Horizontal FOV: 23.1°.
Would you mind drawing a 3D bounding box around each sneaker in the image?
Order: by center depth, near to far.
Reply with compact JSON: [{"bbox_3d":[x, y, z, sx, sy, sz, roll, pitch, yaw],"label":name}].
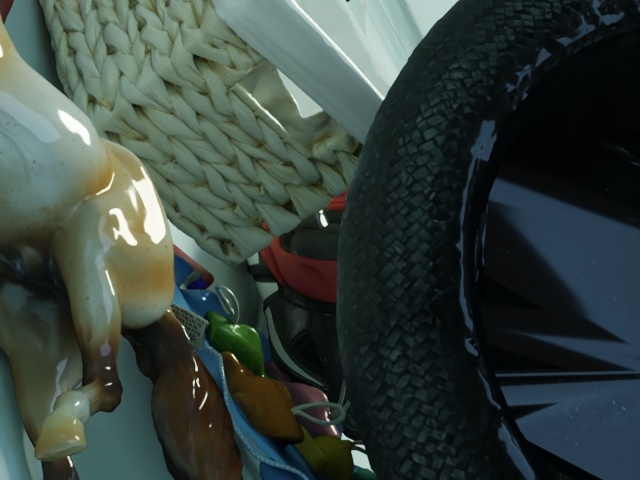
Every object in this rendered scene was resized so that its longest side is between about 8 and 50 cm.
[{"bbox_3d":[0.009,0.021,0.792,0.276,0.098,0.135,-129,-149,-74],"label":"sneaker"}]

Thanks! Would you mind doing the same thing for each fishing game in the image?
[{"bbox_3d":[-0.001,0.068,0.597,0.264,0.041,0.189,50,3,31],"label":"fishing game"}]

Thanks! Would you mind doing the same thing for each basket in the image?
[{"bbox_3d":[-0.048,-0.086,0.672,0.113,0.103,0.167,42,15,-39],"label":"basket"}]

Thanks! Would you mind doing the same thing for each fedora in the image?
[{"bbox_3d":[0.139,0.048,0.611,0.334,0.334,0.152,63,-25,-1],"label":"fedora"}]

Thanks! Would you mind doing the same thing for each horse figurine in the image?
[{"bbox_3d":[-0.093,-0.012,0.451,0.263,0.066,0.174,56,19,-25],"label":"horse figurine"}]

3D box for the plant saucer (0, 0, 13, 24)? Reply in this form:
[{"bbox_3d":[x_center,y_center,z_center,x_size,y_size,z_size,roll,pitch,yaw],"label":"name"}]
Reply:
[{"bbox_3d":[-0.192,-0.246,0.586,0.258,0.048,0.259,49,17,-54],"label":"plant saucer"}]

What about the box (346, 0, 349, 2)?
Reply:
[{"bbox_3d":[-0.034,-0.299,1.397,0.147,0.078,0.180,67,11,18],"label":"box"}]
